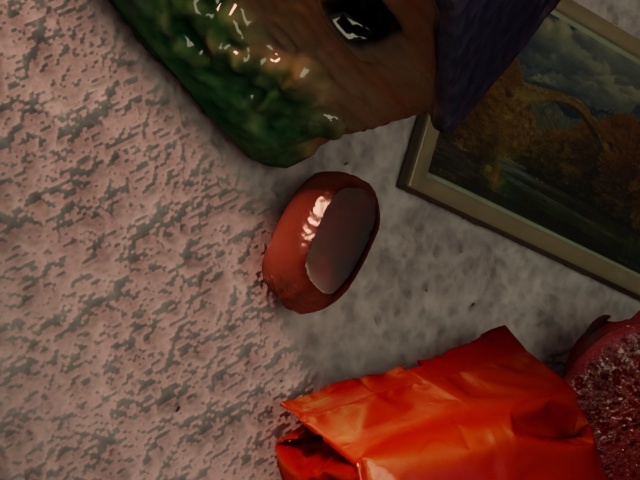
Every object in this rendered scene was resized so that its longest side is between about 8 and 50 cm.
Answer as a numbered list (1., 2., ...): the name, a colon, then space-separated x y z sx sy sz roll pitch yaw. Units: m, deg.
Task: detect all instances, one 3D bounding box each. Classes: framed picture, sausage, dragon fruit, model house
1. framed picture: 0.179 -0.076 1.044 0.250 0.016 0.184 25 76 -28
2. sausage: 0.000 0.000 0.909 0.059 0.054 0.094 32 73 -19
3. dragon fruit: 0.227 0.110 1.031 0.153 0.111 0.153 1 103 5
4. model house: 0.013 -0.228 0.796 0.245 0.280 0.312 -47 110 -24

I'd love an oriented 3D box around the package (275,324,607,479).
1. package: 0.106 0.278 0.923 0.196 0.123 0.424 -12 93 -29
